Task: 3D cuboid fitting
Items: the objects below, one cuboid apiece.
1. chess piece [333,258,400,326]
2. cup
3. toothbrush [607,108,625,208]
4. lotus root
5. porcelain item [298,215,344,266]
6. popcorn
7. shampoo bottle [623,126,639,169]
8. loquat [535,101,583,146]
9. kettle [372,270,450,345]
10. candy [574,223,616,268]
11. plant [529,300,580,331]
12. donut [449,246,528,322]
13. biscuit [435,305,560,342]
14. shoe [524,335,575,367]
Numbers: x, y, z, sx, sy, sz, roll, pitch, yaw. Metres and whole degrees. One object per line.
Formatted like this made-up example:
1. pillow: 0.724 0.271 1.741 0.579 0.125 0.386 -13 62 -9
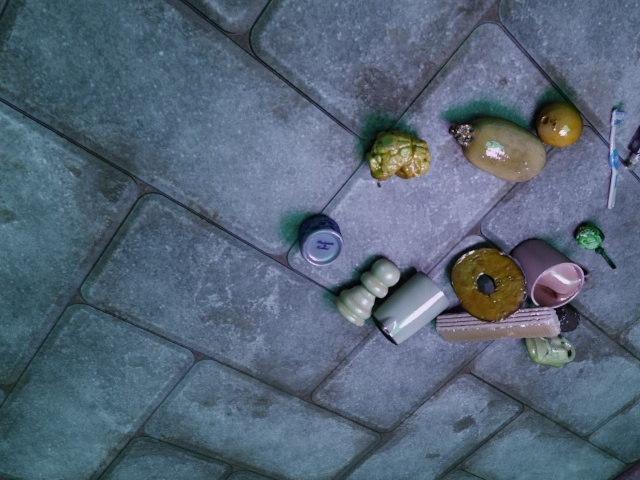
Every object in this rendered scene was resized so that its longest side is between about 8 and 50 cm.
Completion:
1. chess piece: 0.180 0.172 1.648 0.144 0.144 0.251 37 101 -26
2. cup: 0.838 0.109 1.675 0.252 0.200 0.192 -5 120 -6
3. toothbrush: 1.015 -0.273 1.591 0.040 0.040 0.386 -18 124 1
4. lotus root: 0.553 -0.290 1.428 0.342 0.151 0.169 17 115 -22
5. porcelain item: 0.000 0.000 1.519 0.147 0.114 0.147 -4 122 -7
6. popcorn: 0.236 -0.267 1.402 0.194 0.140 0.163 -9 129 7
7. shampoo bottle: 1.091 -0.337 1.549 0.063 0.057 0.208 5 118 -13
8. loquat: 0.743 -0.358 1.431 0.141 0.141 0.141 -4 120 -7
9. kettle: 0.324 0.260 1.681 0.255 0.165 0.240 -42 161 -3
10. candy: 1.072 0.042 1.759 0.323 0.097 0.097 34 109 -33
11. plant: 0.928 0.295 1.837 0.203 0.131 0.142 19 116 -30
12. donut: 0.604 0.161 1.654 0.272 0.272 0.107 -35 157 10
13. biscuit: 0.658 0.319 1.719 0.426 0.079 0.144 -12 142 33
14. shoe: 0.962 0.448 1.936 0.262 0.140 0.128 27 122 -28
